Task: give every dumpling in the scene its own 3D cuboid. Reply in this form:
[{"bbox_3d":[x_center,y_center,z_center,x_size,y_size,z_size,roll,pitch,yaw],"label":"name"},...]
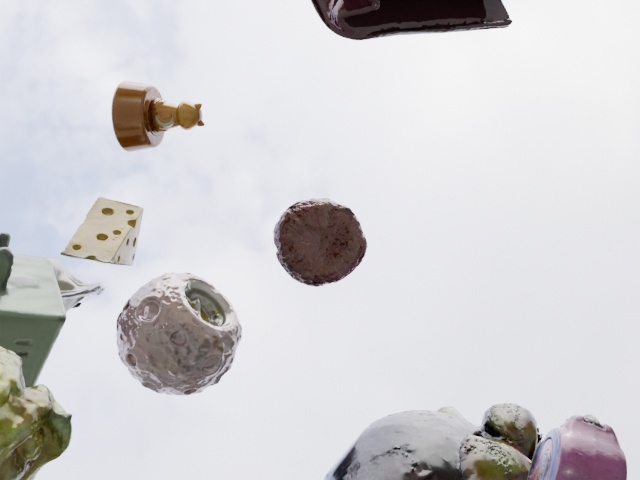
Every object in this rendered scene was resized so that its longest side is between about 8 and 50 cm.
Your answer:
[{"bbox_3d":[-0.571,0.091,1.447,0.293,0.163,0.204,-5,-29,-49],"label":"dumpling"}]

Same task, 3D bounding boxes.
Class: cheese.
[{"bbox_3d":[-0.402,0.005,1.326,0.093,0.171,0.126,14,-75,-1],"label":"cheese"}]

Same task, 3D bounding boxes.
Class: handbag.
[{"bbox_3d":[0.068,-0.279,0.660,0.216,0.203,0.074,-12,-22,-31],"label":"handbag"}]

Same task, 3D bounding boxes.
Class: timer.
[{"bbox_3d":[-0.288,-0.230,1.332,0.152,0.132,0.132,1,-68,9],"label":"timer"}]

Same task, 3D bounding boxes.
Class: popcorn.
[{"bbox_3d":[-0.317,0.175,0.658,0.142,0.174,0.173,-40,-60,-26],"label":"popcorn"}]

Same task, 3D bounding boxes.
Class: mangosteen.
[{"bbox_3d":[0.188,0.416,1.063,0.421,0.381,0.381,-40,-61,-15],"label":"mangosteen"}]

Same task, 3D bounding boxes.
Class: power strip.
[{"bbox_3d":[-0.427,0.091,0.950,0.140,0.139,0.224,14,-62,-38],"label":"power strip"}]

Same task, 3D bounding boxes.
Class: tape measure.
[{"bbox_3d":[0.226,0.221,0.642,0.074,0.125,0.118,16,-48,9],"label":"tape measure"}]

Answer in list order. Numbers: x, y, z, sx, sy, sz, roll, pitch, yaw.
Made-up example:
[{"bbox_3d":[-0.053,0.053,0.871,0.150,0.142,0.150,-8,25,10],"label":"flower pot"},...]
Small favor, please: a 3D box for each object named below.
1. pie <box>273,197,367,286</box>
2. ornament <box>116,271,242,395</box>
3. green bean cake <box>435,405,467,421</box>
[{"bbox_3d":[0.000,0.000,1.133,0.154,0.038,0.153,2,-100,-13],"label":"pie"},{"bbox_3d":[-0.300,0.203,1.510,0.259,0.259,0.225,35,-69,-28],"label":"ornament"},{"bbox_3d":[0.234,0.456,1.341,0.233,0.124,0.236,-41,-80,1],"label":"green bean cake"}]
